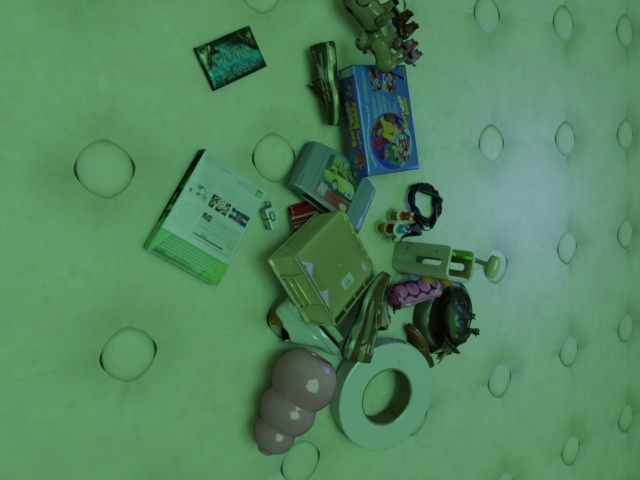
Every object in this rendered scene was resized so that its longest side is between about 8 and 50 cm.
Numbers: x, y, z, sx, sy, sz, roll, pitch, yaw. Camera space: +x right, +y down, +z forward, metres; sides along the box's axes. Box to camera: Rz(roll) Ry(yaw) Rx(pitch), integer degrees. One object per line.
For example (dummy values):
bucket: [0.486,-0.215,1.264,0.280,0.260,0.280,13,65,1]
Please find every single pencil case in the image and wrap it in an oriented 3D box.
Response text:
pencil case: [0.341,0.190,1.991,0.209,0.098,0.095,-16,115,-26]

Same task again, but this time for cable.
cable: [0.388,-0.137,2.033,0.150,0.047,0.185,-46,115,-22]

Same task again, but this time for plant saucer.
plant saucer: [0.486,0.289,2.134,0.310,0.050,0.311,-3,95,-34]

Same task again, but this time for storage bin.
storage bin: [0.017,0.082,1.680,0.262,0.123,0.261,-46,115,-39]

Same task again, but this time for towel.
towel: [0.000,0.000,1.802,0.198,0.031,0.275,-19,106,-33]

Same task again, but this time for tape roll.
tape roll: [0.218,0.534,1.939,0.391,0.072,0.393,-4,98,-26]

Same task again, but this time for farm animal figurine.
farm animal figurine: [0.176,-0.681,1.758,0.327,0.172,0.330,52,32,-21]

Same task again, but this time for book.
book: [0.017,0.254,1.796,0.035,0.096,0.144,-37,115,6]

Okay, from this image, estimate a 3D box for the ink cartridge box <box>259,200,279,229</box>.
ink cartridge box: [-0.159,-0.076,1.679,0.028,0.048,0.083,-27,107,-29]

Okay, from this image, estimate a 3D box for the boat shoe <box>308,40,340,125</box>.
boat shoe: [0.009,-0.489,1.746,0.095,0.095,0.258,-5,101,1]

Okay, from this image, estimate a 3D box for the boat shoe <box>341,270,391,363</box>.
boat shoe: [0.177,0.261,1.856,0.116,0.123,0.325,23,73,6]

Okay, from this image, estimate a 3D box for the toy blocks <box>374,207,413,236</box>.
toy blocks: [0.273,-0.062,1.903,0.123,0.148,0.054,-43,115,-22]

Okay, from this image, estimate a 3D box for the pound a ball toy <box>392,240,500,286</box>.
pound a ball toy: [0.429,0.092,1.916,0.208,0.319,0.136,12,88,-34]

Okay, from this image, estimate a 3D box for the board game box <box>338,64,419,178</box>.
board game box: [0.194,-0.390,1.808,0.233,0.078,0.348,-12,97,-36]

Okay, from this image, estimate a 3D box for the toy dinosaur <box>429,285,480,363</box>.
toy dinosaur: [0.506,0.297,2.043,0.160,0.120,0.314,-1,97,-52]

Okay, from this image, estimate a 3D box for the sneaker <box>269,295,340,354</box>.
sneaker: [-0.053,0.294,1.768,0.123,0.106,0.290,-40,122,6]

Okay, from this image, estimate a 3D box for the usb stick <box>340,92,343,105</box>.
usb stick: [0.170,-0.416,1.869,0.278,0.045,0.077,35,69,-30]

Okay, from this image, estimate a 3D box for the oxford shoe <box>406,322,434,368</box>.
oxford shoe: [0.354,0.401,2.044,0.076,0.076,0.212,-30,110,-18]

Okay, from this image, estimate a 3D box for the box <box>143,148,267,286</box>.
box: [-0.320,-0.062,1.573,0.232,0.058,0.322,34,74,-30]

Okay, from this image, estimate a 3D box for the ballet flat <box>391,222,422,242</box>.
ballet flat: [0.311,-0.022,1.966,0.173,0.057,0.049,-23,76,-46]

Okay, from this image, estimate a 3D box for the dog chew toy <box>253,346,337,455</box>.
dog chew toy: [-0.091,0.499,1.693,0.206,0.206,0.332,32,85,-31]

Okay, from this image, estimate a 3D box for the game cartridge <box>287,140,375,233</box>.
game cartridge: [0.045,-0.177,1.776,0.294,0.060,0.196,34,61,-25]

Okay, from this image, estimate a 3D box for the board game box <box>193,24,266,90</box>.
board game box: [-0.257,-0.525,1.591,0.186,0.026,0.126,-35,112,-26]
